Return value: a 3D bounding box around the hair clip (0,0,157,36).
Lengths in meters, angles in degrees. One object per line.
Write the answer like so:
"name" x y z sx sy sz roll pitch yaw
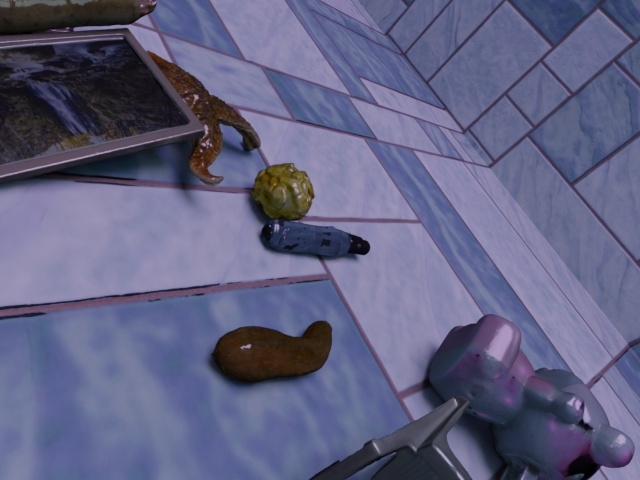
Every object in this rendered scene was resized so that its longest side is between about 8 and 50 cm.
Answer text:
"hair clip" -0.421 -0.384 0.809 0.300 0.069 0.173 -15 79 -36

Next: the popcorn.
"popcorn" -0.065 -0.082 0.894 0.116 0.121 0.106 -66 149 -31

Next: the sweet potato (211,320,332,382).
"sweet potato" -0.045 0.151 0.689 0.233 0.062 0.081 4 49 -50

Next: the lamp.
"lamp" 0.332 0.297 0.843 0.301 0.247 0.247 39 63 2

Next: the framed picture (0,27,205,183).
"framed picture" -0.356 -0.203 0.693 0.324 0.020 0.240 -25 73 -42

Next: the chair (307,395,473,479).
"chair" 0.104 0.330 0.566 0.275 0.190 0.203 8 46 -55

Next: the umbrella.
"umbrella" 0.001 0.001 0.911 0.250 0.052 0.053 10 48 -42

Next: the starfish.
"starfish" -0.232 -0.226 0.868 0.327 0.094 0.375 16 38 -35

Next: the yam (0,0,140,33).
"yam" -0.439 -0.331 0.692 0.371 0.083 0.083 -20 69 -39
